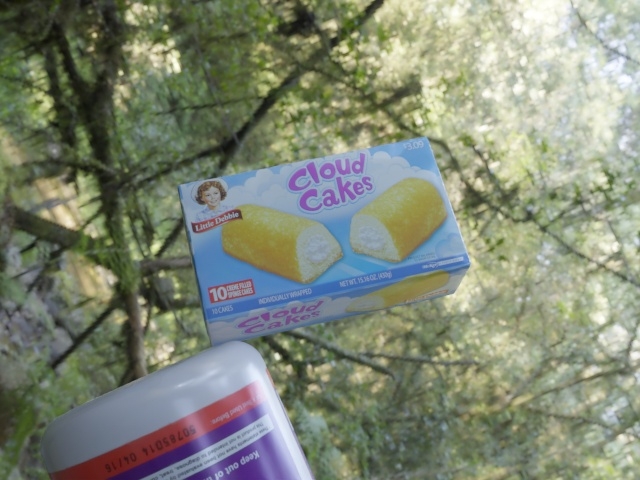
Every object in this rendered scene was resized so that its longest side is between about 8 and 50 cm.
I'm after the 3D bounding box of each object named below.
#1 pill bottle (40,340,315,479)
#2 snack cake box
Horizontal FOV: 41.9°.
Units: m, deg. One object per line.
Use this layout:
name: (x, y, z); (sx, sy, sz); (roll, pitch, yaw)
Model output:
pill bottle: (-0.071, 0.252, 0.636); (0.181, 0.181, 0.323); (93, -27, -86)
snack cake box: (0.000, 0.000, 0.854); (0.089, 0.264, 0.152); (98, -22, -67)
